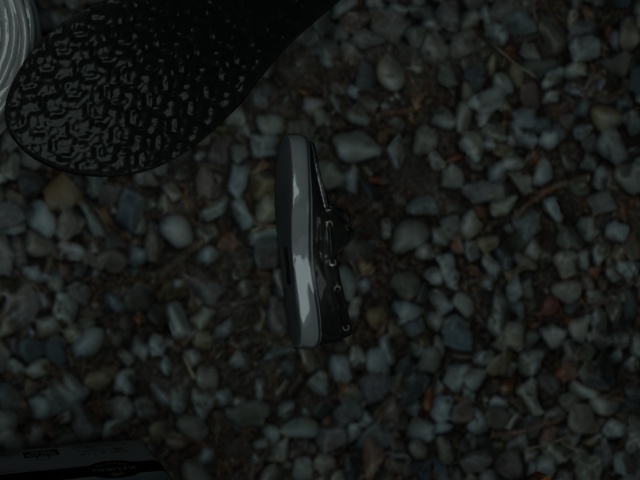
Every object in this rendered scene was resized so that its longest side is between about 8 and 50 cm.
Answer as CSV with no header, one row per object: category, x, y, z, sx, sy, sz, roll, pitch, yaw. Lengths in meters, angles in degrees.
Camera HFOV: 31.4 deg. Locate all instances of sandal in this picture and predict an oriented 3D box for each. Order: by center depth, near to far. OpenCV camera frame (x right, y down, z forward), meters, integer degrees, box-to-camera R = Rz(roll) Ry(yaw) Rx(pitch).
sandal,-0.120,-0.207,1.162,0.446,0.107,0.167,-39,99,-20

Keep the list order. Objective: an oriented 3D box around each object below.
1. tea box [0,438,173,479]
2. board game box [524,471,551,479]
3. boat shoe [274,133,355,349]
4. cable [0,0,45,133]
tea box,-0.279,0.336,0.999,0.329,0.323,0.220,-3,100,-22
board game box,0.165,0.388,1.242,0.281,0.027,0.145,-29,101,-20
boat shoe,0.000,0.000,1.197,0.076,0.080,0.228,-7,95,-16
cable,-0.403,-0.197,1.103,0.257,0.089,0.257,-31,98,-8
